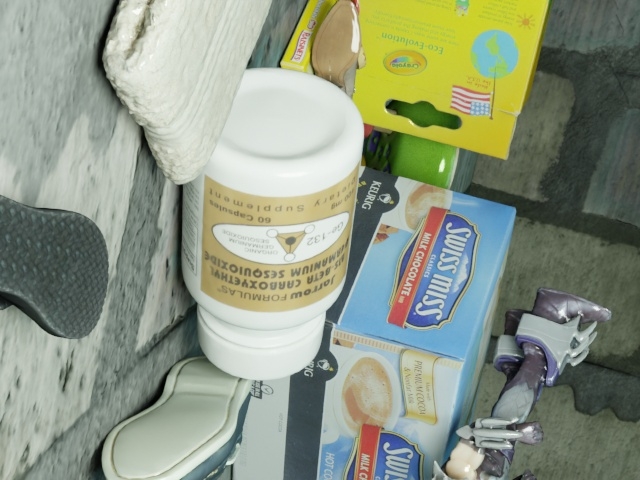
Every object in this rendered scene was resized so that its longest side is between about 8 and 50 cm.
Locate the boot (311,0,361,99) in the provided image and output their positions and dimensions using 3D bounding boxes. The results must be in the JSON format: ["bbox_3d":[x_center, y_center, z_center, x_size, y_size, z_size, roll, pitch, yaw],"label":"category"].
[{"bbox_3d":[0.017,-0.164,1.346,0.087,0.042,0.118,-59,163,-72],"label":"boot"}]

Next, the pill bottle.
[{"bbox_3d":[-0.041,-0.006,1.142,0.131,0.131,0.229,-64,165,-46],"label":"pill bottle"}]

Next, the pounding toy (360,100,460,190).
[{"bbox_3d":[0.061,-0.097,1.719,0.237,0.110,0.183,160,-60,-67],"label":"pounding toy"}]

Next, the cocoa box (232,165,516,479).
[{"bbox_3d":[0.052,0.127,1.560,0.347,0.228,0.231,95,15,-45],"label":"cocoa box"}]

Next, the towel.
[{"bbox_3d":[-0.067,-0.194,0.973,0.187,0.049,0.282,69,38,-71],"label":"towel"}]

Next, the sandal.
[{"bbox_3d":[-0.165,0.007,0.791,0.179,0.040,0.067,36,63,-64],"label":"sandal"}]

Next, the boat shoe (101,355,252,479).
[{"bbox_3d":[-0.108,0.162,1.161,0.254,0.095,0.079,-71,162,-75],"label":"boat shoe"}]

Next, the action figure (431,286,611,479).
[{"bbox_3d":[0.178,0.182,1.426,0.185,0.099,0.285,94,22,-63],"label":"action figure"}]

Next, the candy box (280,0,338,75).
[{"bbox_3d":[-0.009,-0.136,1.416,0.206,0.027,0.105,89,21,-56],"label":"candy box"}]

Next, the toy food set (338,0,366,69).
[{"bbox_3d":[0.026,-0.210,1.412,0.082,0.020,0.083,88,-11,-53],"label":"toy food set"}]

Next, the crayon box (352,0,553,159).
[{"bbox_3d":[0.139,-0.262,1.540,0.081,0.202,0.318,-51,156,-66],"label":"crayon box"}]
